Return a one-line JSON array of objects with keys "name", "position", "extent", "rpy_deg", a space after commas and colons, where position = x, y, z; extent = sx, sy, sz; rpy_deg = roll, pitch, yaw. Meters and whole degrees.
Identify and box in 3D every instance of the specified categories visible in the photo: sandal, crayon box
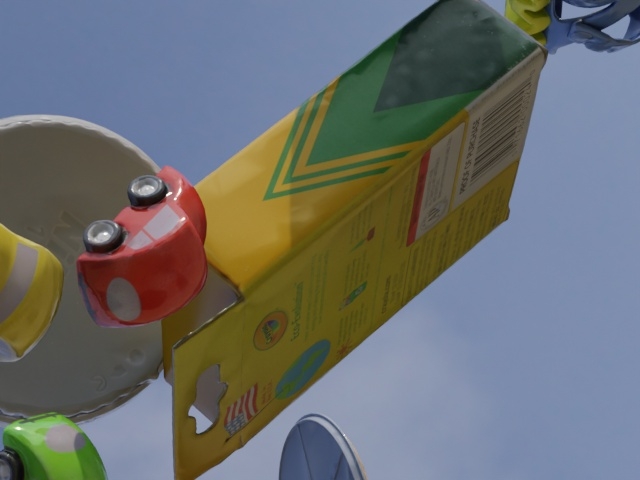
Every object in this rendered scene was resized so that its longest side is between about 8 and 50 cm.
[{"name": "sandal", "position": [0.237, -0.248, 1.695], "extent": [0.317, 0.138, 0.126], "rpy_deg": [83, -166, -77]}, {"name": "crayon box", "position": [0.000, 0.000, 1.237], "extent": [0.318, 0.081, 0.202], "rpy_deg": [-39, -23, -25]}]

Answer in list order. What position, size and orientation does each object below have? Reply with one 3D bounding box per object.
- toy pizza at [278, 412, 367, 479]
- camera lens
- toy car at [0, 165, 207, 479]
[{"name": "toy pizza", "position": [0.015, 0.256, 1.756], "extent": [0.032, 0.201, 0.201], "rpy_deg": [-7, -61, -24]}, {"name": "camera lens", "position": [-0.209, 0.026, 1.392], "extent": [0.219, 0.274, 0.219], "rpy_deg": [1, -94, -13]}, {"name": "toy car", "position": [-0.130, 0.081, 1.001], "extent": [0.239, 0.053, 0.225], "rpy_deg": [-11, -68, -60]}]
